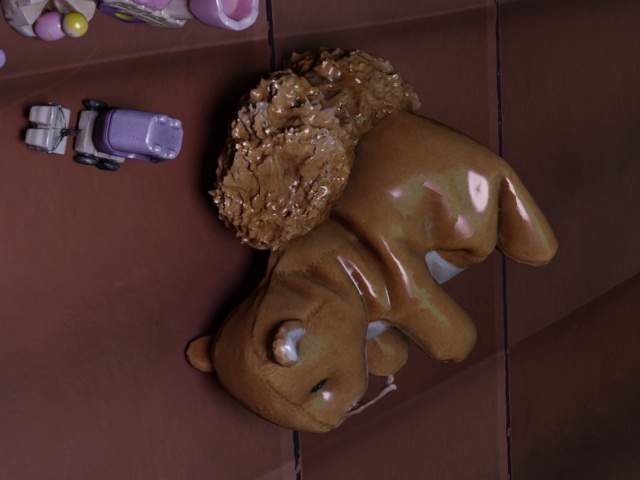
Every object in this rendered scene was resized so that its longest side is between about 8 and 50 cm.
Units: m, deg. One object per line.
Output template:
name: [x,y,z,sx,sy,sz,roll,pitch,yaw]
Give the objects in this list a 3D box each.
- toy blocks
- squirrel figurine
toy blocks: [-0.160,-0.225,1.231,0.289,0.260,0.308,12,85,-54]
squirrel figurine: [0.000,0.000,1.533,0.370,0.281,0.397,-43,114,-28]
